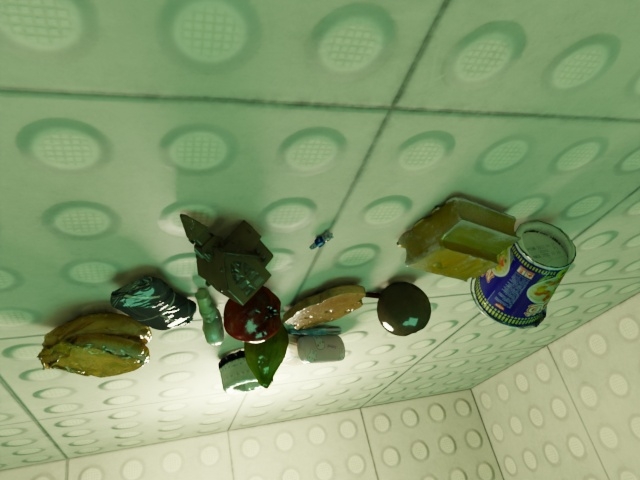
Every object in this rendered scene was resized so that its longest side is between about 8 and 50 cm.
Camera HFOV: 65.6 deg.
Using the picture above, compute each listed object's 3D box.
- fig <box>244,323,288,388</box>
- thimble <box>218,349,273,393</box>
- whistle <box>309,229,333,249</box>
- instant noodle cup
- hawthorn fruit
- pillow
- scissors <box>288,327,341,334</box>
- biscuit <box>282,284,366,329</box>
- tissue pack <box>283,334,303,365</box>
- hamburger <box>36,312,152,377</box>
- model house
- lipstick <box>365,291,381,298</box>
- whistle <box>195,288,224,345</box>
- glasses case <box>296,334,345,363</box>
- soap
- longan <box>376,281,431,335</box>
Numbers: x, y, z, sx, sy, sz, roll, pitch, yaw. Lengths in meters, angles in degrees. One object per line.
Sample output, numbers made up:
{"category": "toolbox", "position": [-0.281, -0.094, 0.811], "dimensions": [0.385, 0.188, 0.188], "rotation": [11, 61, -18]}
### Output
{"category": "fig", "position": [-0.211, 0.414, 1.864], "dimensions": [0.167, 0.233, 0.167], "rotation": [15, -178, 0]}
{"category": "thimble", "position": [-0.317, 0.561, 2.113], "dimensions": [0.238, 0.150, 0.237], "rotation": [-11, 152, -6]}
{"category": "whistle", "position": [0.000, 0.000, 1.402], "dimensions": [0.083, 0.029, 0.033], "rotation": [-36, 108, 25]}
{"category": "instant noodle cup", "position": [0.694, 0.105, 1.677], "dimensions": [0.285, 0.284, 0.312], "rotation": [-7, 142, -13]}
{"category": "hawthorn fruit", "position": [-0.224, 0.236, 1.574], "dimensions": [0.202, 0.185, 0.185], "rotation": [-16, 156, 40]}
{"category": "pillow", "position": [-0.478, 0.189, 1.453], "dimensions": [0.162, 0.092, 0.335], "rotation": [-18, 152, 2]}
{"category": "scissors", "position": [-0.007, 0.368, 2.011], "dimensions": [0.256, 0.030, 0.125], "rotation": [8, 170, -43]}
{"category": "biscuit", "position": [0.016, 0.242, 1.802], "dimensions": [0.270, 0.051, 0.376], "rotation": [5, 149, -35]}
{"category": "tissue pack", "position": [-0.133, 0.459, 2.095], "dimensions": [0.170, 0.071, 0.325], "rotation": [-26, 148, 23]}
{"category": "hamburger", "position": [-0.673, 0.317, 1.509], "dimensions": [0.319, 0.158, 0.318], "rotation": [-7, 154, -4]}
{"category": "model house", "position": [-0.247, 0.009, 1.222], "dimensions": [0.176, 0.181, 0.248], "rotation": [-49, 124, -18]}
{"category": "lipstick", "position": [0.234, 0.211, 1.874], "dimensions": [0.177, 0.027, 0.027], "rotation": [11, 142, -35]}
{"category": "whistle", "position": [-0.357, 0.250, 1.598], "dimensions": [0.067, 0.126, 0.257], "rotation": [-9, 137, -6]}
{"category": "glasses case", "position": [0.008, 0.454, 2.078], "dimensions": [0.075, 0.113, 0.297], "rotation": [-21, 159, 32]}
{"category": "soap", "position": [0.416, -0.001, 1.482], "dimensions": [0.281, 0.142, 0.259], "rotation": [14, 138, -32]}
{"category": "longan", "position": [0.296, 0.247, 1.791], "dimensions": [0.197, 0.196, 0.220], "rotation": [-7, 157, -13]}
